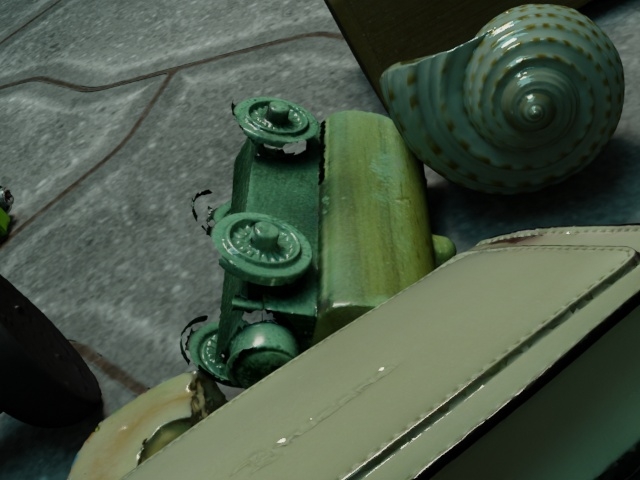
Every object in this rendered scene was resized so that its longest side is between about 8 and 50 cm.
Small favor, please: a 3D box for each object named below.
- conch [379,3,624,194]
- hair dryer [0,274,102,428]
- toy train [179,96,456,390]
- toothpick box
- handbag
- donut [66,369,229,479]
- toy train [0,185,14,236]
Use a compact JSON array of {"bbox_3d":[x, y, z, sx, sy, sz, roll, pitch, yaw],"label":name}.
[{"bbox_3d":[0.145,-0.098,0.791,0.172,0.131,0.200,-22,-5,11],"label":"conch"},{"bbox_3d":[-0.364,0.119,0.852,0.320,0.156,0.284,-36,43,3],"label":"hair dryer"},{"bbox_3d":[0.000,0.007,0.771,0.189,0.126,0.307,17,34,-12],"label":"toy train"},{"bbox_3d":[0.154,-0.276,0.988,0.308,0.187,0.190,-30,33,5],"label":"toothpick box"},{"bbox_3d":[0.019,0.140,0.491,0.358,0.160,0.236,-33,17,-19],"label":"handbag"},{"bbox_3d":[-0.107,0.165,0.667,0.108,0.065,0.166,-23,34,6],"label":"donut"},{"bbox_3d":[-0.434,-0.010,1.158,0.202,0.060,0.081,-18,40,18],"label":"toy train"}]
